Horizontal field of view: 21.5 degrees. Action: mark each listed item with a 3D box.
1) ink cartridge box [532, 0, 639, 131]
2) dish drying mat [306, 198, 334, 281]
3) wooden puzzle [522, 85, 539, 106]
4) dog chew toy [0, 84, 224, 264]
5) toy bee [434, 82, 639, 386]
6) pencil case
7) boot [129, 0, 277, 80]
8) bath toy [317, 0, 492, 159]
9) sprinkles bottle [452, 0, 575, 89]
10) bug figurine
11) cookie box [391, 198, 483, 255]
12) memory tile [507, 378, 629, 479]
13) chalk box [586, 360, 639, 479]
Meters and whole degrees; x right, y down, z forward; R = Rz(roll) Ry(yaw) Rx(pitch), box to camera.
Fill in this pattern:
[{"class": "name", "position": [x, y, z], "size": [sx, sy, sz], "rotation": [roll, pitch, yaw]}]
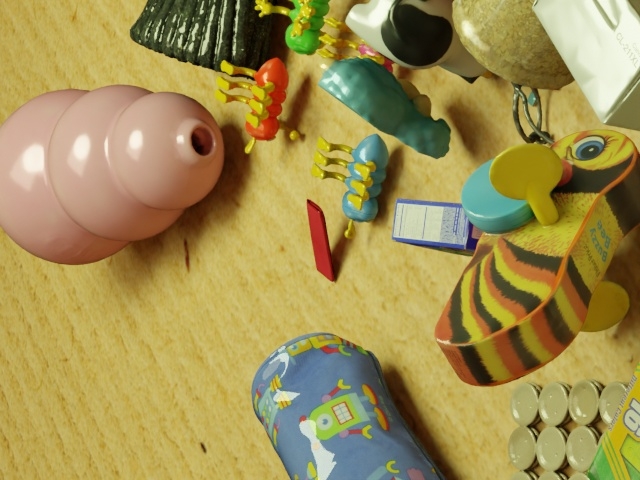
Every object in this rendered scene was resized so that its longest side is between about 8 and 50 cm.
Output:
[{"class": "ink cartridge box", "position": [0.254, -0.137, 1.190], "size": [0.072, 0.175, 0.127], "rotation": [-56, 42, 35]}, {"class": "dish drying mat", "position": [0.000, 0.000, 1.668], "size": [0.032, 0.008, 0.083], "rotation": [37, 145, 49]}, {"class": "wooden puzzle", "position": [0.190, -0.156, 1.443], "size": [0.049, 0.006, 0.083], "rotation": [15, 97, 56]}, {"class": "dog chew toy", "position": [-0.234, -0.084, 1.914], "size": [0.332, 0.206, 0.207], "rotation": [-10, 76, 47]}, {"class": "toy bee", "position": [0.191, -0.030, 1.284], "size": [0.162, 0.195, 0.298], "rotation": [-6, 67, 31]}, {"class": "pencil case", "position": [0.046, 0.210, 1.495], "size": [0.133, 0.119, 0.306], "rotation": [-33, 44, -2]}, {"class": "boot", "position": [-0.148, -0.333, 1.874], "size": [0.348, 0.131, 0.260], "rotation": [33, 112, 53]}, {"class": "bath toy", "position": [0.141, -0.238, 1.427], "size": [0.129, 0.151, 0.348], "rotation": [39, 118, 14]}, {"class": "sprinkles bottle", "position": [0.218, -0.264, 1.217], "size": [0.355, 0.121, 0.121], "rotation": [120, 141, -47]}, {"class": "bug figurine", "position": [0.004, -0.144, 1.661], "size": [0.279, 0.072, 0.216], "rotation": [42, 126, 46]}, {"class": "cookie box", "position": [0.128, -0.008, 1.435], "size": [0.107, 0.091, 0.040], "rotation": [7, 87, 57]}, {"class": "memory tile", "position": [0.202, 0.169, 1.363], "size": [0.148, 0.012, 0.113], "rotation": [-8, 78, 57]}, {"class": "chalk box", "position": [0.302, 0.166, 1.103], "size": [0.213, 0.132, 0.132], "rotation": [47, 124, 49]}]
